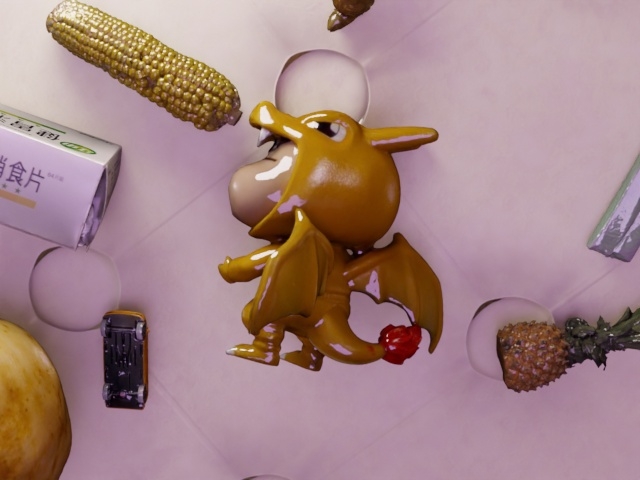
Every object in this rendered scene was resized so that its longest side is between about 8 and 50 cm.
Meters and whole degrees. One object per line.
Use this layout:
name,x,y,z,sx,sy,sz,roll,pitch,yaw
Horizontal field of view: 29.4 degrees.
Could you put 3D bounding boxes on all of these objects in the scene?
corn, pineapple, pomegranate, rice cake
corn,-0.260,-0.261,1.819,0.320,0.097,0.097,29,102,-6
pineapple,0.420,0.165,1.928,0.277,0.130,0.119,-11,75,4
pomegranate,-0.562,0.261,1.816,0.410,0.410,0.410,0,104,-1
rice cake,0.504,-0.066,1.903,0.080,0.042,0.222,27,101,-12

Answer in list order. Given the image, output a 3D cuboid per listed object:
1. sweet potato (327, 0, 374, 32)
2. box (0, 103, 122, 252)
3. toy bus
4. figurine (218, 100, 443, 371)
sweet potato,0.050,-0.455,1.773,0.124,0.098,0.310,13,103,-26
box,-0.467,-0.113,1.808,0.333,0.173,0.145,20,103,-6
toy bus,-0.306,0.184,1.936,0.069,0.074,0.162,4,106,6
figurine,0.020,0.005,1.815,0.401,0.268,0.387,12,87,-37
